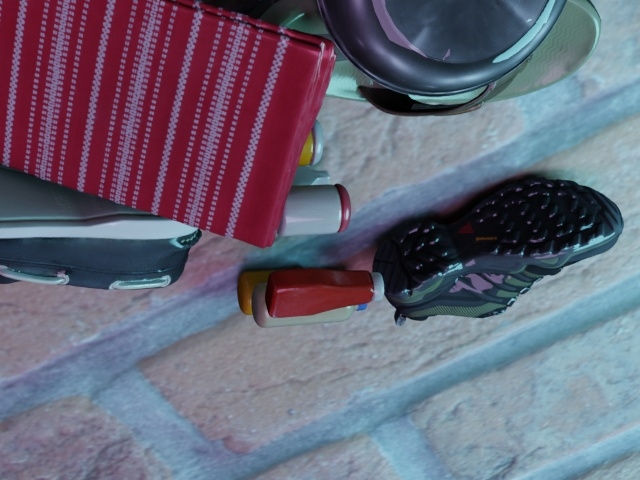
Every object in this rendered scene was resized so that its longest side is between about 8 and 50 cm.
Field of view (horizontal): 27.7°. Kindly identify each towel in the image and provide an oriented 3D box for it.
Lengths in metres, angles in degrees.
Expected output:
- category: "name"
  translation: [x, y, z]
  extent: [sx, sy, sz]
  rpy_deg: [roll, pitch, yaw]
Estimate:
- category: "towel"
  translation: [-0.139, -0.106, 0.936]
  extent: [0.275, 0.031, 0.199]
  rpy_deg: [18, 131, 0]

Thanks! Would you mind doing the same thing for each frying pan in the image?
- category: "frying pan"
  translation: [0.049, -0.226, 0.864]
  extent: [0.326, 0.053, 0.197]
  rpy_deg: [40, 97, -28]

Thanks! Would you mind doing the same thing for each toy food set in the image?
- category: "toy food set"
  translation: [0.000, 0.000, 1.089]
  extent: [0.104, 0.111, 0.232]
  rpy_deg: [-3, 136, -16]

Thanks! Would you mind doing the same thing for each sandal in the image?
- category: "sandal"
  translation: [0.084, -0.134, 0.982]
  extent: [0.303, 0.086, 0.120]
  rpy_deg: [-7, 137, -27]

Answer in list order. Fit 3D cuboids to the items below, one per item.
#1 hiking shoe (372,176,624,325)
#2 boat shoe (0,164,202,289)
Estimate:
- category: "hiking shoe"
  translation: [0.163, 0.015, 1.186]
  extent: [0.227, 0.086, 0.114]
  rpy_deg: [-15, 149, 6]
- category: "boat shoe"
  translation: [-0.239, -0.007, 1.012]
  extent: [0.302, 0.114, 0.091]
  rpy_deg: [5, 126, -20]
